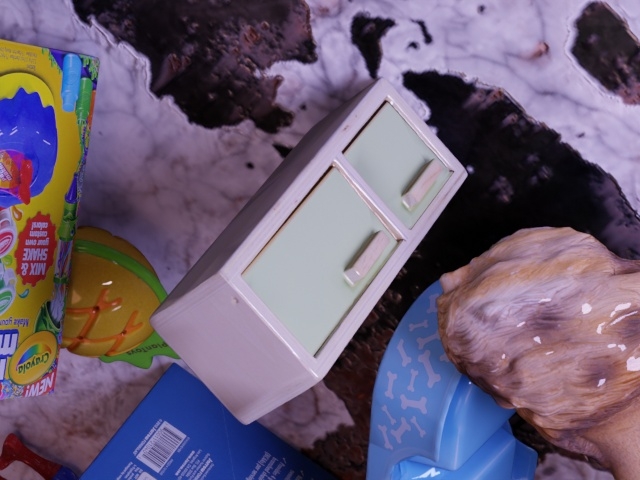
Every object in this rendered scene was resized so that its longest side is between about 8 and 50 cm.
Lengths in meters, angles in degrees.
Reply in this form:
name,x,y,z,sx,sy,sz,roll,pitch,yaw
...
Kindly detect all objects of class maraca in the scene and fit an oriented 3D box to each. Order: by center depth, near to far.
name,x,y,z,sx,sy,sz,roll,pitch,yaw
maraca,-0.182,0.054,1.677,0.127,0.099,0.185,-13,139,31

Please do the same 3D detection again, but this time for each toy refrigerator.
name,x,y,z,sx,sy,sz,roll,pitch,yaw
toy refrigerator,0.000,0.000,1.413,0.102,0.269,0.094,49,131,-9

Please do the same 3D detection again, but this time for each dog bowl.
name,x,y,z,sx,sy,sz,roll,pitch,yaw
dog bowl,0.102,0.153,1.548,0.074,0.166,0.297,25,132,27

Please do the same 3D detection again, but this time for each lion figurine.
name,x,y,z,sx,sy,sz,roll,pitch,yaw
lion figurine,0.252,0.148,1.412,0.240,0.142,0.392,-25,105,1

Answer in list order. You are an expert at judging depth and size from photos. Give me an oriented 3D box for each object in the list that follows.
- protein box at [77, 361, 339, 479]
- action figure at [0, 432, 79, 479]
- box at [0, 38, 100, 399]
name,x,y,z,sx,sy,sz,roll,pitch,yaw
protein box,-0.113,0.255,1.709,0.201,0.200,0.136,36,133,2
action figure,-0.203,0.310,1.878,0.280,0.091,0.139,29,126,10
box,-0.329,-0.025,1.499,0.177,0.290,0.279,10,94,23
